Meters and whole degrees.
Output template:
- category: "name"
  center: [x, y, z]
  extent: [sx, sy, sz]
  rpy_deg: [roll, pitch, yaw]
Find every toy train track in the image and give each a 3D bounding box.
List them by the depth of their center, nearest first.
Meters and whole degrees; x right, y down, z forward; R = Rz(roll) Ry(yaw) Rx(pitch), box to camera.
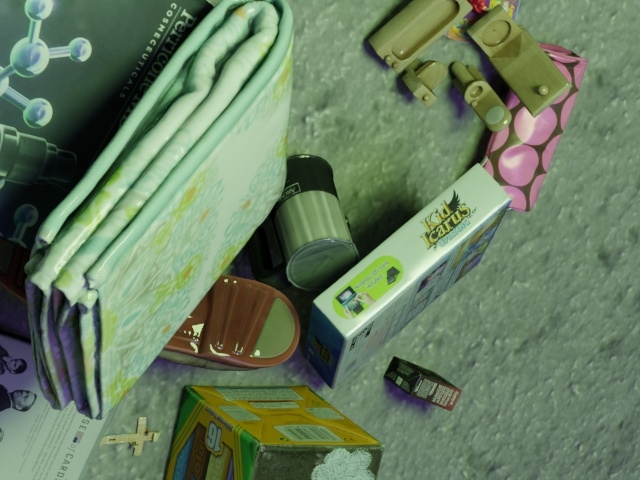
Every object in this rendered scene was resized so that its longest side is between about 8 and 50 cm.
- category: "toy train track"
  center: [-0.220, 0.228, 1.974]
  extent: [0.083, 0.014, 0.048]
  rpy_deg: [-1, 109, -32]

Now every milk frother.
- category: "milk frother"
  center: [0.000, 0.000, 1.948]
  extent: [0.143, 0.135, 0.129]
  rpy_deg: [17, 130, -33]

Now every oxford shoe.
- category: "oxford shoe"
  center: [-0.203, 0.074, 1.862]
  extent: [0.348, 0.130, 0.123]
  rpy_deg: [22, 67, -18]

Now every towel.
- category: "towel"
  center: [-0.149, -0.028, 1.667]
  extent: [0.374, 0.090, 0.320]
  rpy_deg: [-52, 167, -26]

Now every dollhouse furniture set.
- category: "dollhouse furniture set"
  center: [0.170, -0.201, 1.962]
  extent: [0.144, 0.123, 0.151]
  rpy_deg: [-40, 137, 10]

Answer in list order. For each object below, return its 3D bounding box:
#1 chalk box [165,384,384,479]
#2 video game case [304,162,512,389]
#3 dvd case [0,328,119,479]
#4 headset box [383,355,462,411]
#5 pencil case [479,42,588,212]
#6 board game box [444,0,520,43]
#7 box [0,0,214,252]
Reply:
- category: "chalk box"
  center: [-0.073, 0.333, 2.010]
  extent: [0.180, 0.179, 0.289]
  rpy_deg: [5, 107, -35]
- category: "video game case"
  center: [0.093, 0.046, 1.973]
  extent: [0.244, 0.061, 0.269]
  rpy_deg: [-39, 169, -13]
- category: "dvd case"
  center: [-0.341, 0.192, 1.872]
  extent: [0.238, 0.029, 0.179]
  rpy_deg: [23, 95, -37]
- category: "headset box"
  center: [0.130, 0.179, 2.149]
  extent: [0.083, 0.062, 0.032]
  rpy_deg: [23, 96, -36]
- category: "pencil case"
  center: [0.244, -0.138, 2.083]
  extent: [0.098, 0.095, 0.209]
  rpy_deg: [17, 97, -20]
- category: "board game box"
  center: [0.197, -0.309, 2.017]
  extent: [0.133, 0.033, 0.169]
  rpy_deg: [2, 108, -33]
- category: "box"
  center: [-0.354, -0.202, 1.596]
  extent: [0.395, 0.212, 0.294]
  rpy_deg: [29, 91, -38]
